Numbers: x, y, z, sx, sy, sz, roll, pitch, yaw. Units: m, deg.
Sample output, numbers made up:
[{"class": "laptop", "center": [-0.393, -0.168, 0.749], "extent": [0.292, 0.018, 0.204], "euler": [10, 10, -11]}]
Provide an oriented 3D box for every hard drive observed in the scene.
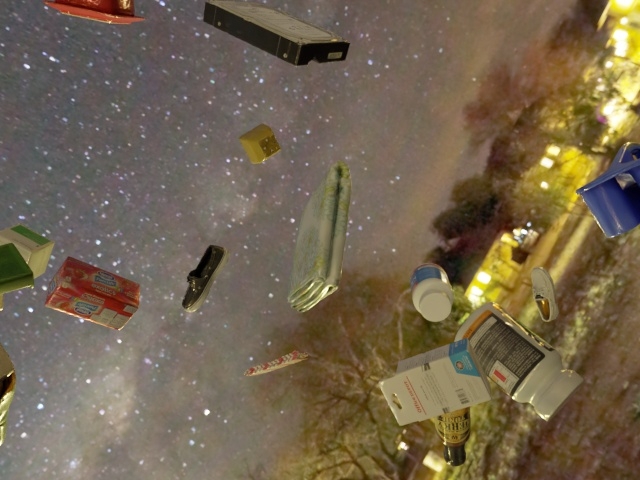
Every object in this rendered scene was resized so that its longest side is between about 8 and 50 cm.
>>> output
[{"class": "hard drive", "center": [-0.118, -0.571, 1.371], "extent": [0.237, 0.339, 0.064], "euler": [-28, -37, -48]}]

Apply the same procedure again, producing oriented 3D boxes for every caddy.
[{"class": "caddy", "center": [0.736, -0.141, 1.140], "extent": [0.341, 0.179, 0.241], "euler": [-17, -11, -40]}]

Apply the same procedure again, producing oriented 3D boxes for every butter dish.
[{"class": "butter dish", "center": [-0.455, -0.515, 1.028], "extent": [0.160, 0.159, 0.118], "euler": [-79, 0, -67]}]

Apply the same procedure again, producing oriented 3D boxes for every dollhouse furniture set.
[{"class": "dollhouse furniture set", "center": [-0.585, 0.186, 0.931], "extent": [0.151, 0.301, 0.198], "euler": [-20, -36, -46]}]

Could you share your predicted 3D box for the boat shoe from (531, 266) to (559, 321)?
[{"class": "boat shoe", "center": [0.402, 0.098, 0.912], "extent": [0.035, 0.035, 0.100], "euler": [-16, -87, -41]}]

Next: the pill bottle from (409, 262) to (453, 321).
[{"class": "pill bottle", "center": [0.344, 0.161, 1.558], "extent": [0.221, 0.124, 0.124], "euler": [-69, 2, -73]}]

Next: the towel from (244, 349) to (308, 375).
[{"class": "towel", "center": [-0.148, 0.417, 1.710], "extent": [0.197, 0.029, 0.144], "euler": [-20, -17, 7]}]

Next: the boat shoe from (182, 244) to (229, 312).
[{"class": "boat shoe", "center": [-0.363, 0.111, 1.517], "extent": [0.076, 0.080, 0.228], "euler": [29, -80, -43]}]

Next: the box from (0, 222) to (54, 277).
[{"class": "box", "center": [-0.719, 0.032, 1.207], "extent": [0.102, 0.101, 0.087], "euler": [-61, 1, 21]}]

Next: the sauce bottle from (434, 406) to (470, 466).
[{"class": "sauce bottle", "center": [0.400, 0.539, 1.522], "extent": [0.111, 0.111, 0.344], "euler": [-42, -51, -44]}]

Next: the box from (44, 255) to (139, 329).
[{"class": "box", "center": [-0.740, 0.177, 1.652], "extent": [0.257, 0.123, 0.128], "euler": [29, -66, -35]}]

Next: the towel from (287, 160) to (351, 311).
[{"class": "towel", "center": [0.000, 0.000, 1.485], "extent": [0.320, 0.090, 0.375], "euler": [133, 147, -63]}]

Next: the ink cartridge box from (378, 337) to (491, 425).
[{"class": "ink cartridge box", "center": [0.211, 0.265, 0.940], "extent": [0.180, 0.104, 0.060], "euler": [-25, 6, 21]}]

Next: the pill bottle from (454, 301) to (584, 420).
[{"class": "pill bottle", "center": [0.483, 0.294, 1.242], "extent": [0.162, 0.278, 0.162], "euler": [-29, -38, -25]}]

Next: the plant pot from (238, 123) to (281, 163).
[{"class": "plant pot", "center": [-0.149, -0.250, 1.315], "extent": [0.081, 0.083, 0.081], "euler": [-35, -62, -17]}]
